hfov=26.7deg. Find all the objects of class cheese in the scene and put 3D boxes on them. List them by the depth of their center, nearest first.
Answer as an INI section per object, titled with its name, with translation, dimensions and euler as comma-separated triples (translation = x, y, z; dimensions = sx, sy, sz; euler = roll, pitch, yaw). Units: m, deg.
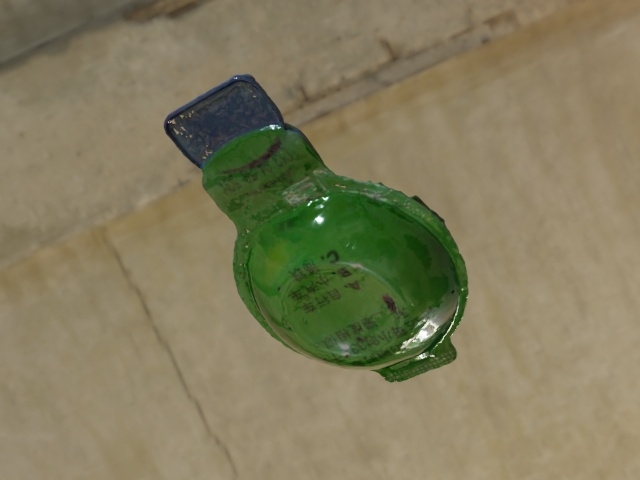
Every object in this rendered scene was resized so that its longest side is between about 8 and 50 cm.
[cheese]
translation = 0.000, 0.000, 1.115
dimensions = 0.320, 0.204, 0.083
euler = 52, -149, -22
